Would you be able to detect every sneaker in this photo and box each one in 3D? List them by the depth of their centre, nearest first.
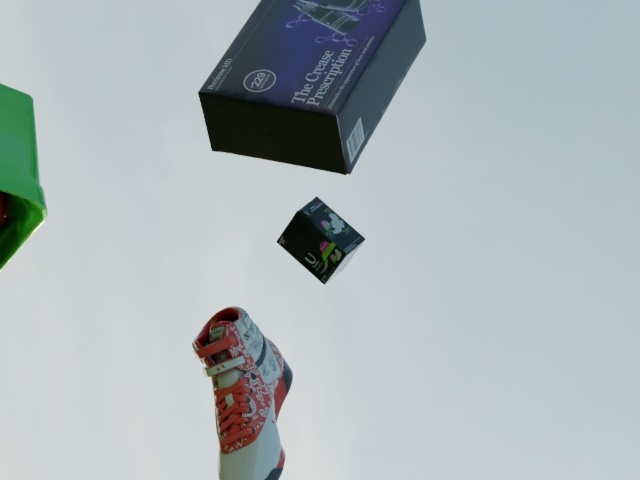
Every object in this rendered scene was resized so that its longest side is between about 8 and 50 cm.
[{"bbox_3d":[-0.109,0.196,2.216,0.090,0.270,0.145,-23,-60,21],"label":"sneaker"}]

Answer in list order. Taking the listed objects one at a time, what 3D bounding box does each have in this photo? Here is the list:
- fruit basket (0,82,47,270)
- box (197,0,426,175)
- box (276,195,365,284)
[{"bbox_3d":[-0.494,-0.036,1.942,0.283,0.392,0.392,-41,-109,49],"label":"fruit basket"},{"bbox_3d":[-0.006,-0.211,2.178,0.184,0.261,0.103,9,-43,23],"label":"box"},{"bbox_3d":[0.000,0.000,2.231,0.083,0.052,0.062,42,-52,8],"label":"box"}]
